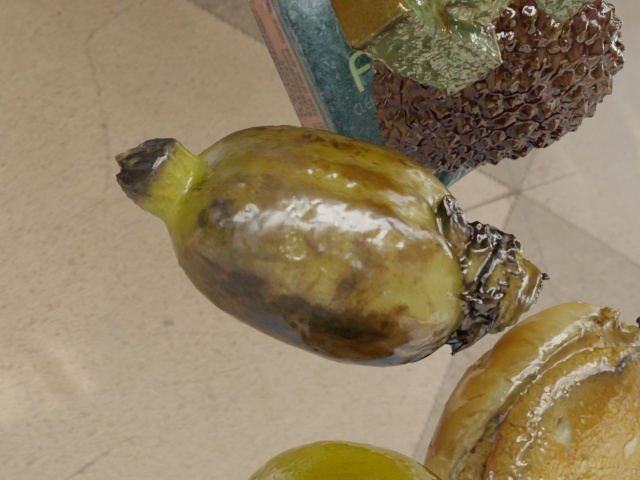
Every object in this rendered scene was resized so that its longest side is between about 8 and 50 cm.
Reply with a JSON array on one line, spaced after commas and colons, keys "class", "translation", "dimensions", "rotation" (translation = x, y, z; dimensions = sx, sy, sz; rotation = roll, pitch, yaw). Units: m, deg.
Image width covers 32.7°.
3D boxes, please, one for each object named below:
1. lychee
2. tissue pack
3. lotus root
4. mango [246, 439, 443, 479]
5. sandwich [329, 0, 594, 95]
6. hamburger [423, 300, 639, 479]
[{"class": "lychee", "translation": [0.158, -0.182, 1.083], "dimensions": [0.271, 0.271, 0.271], "rotation": [15, 67, -38]}, {"class": "tissue pack", "translation": [0.070, -0.197, 1.307], "dimensions": [0.228, 0.103, 0.315], "rotation": [-34, 110, -27]}, {"class": "lotus root", "translation": [0.000, 0.000, 0.794], "dimensions": [0.314, 0.141, 0.169], "rotation": [21, 38, -2]}, {"class": "mango", "translation": [0.032, 0.237, 0.686], "dimensions": [0.195, 0.332, 0.142], "rotation": [-29, 117, -13]}, {"class": "sandwich", "translation": [0.124, -0.216, 0.749], "dimensions": [0.122, 0.236, 0.128], "rotation": [24, 40, -44]}, {"class": "hamburger", "translation": [0.250, 0.218, 1.162], "dimensions": [0.314, 0.170, 0.289], "rotation": [-44, 134, -17]}]
